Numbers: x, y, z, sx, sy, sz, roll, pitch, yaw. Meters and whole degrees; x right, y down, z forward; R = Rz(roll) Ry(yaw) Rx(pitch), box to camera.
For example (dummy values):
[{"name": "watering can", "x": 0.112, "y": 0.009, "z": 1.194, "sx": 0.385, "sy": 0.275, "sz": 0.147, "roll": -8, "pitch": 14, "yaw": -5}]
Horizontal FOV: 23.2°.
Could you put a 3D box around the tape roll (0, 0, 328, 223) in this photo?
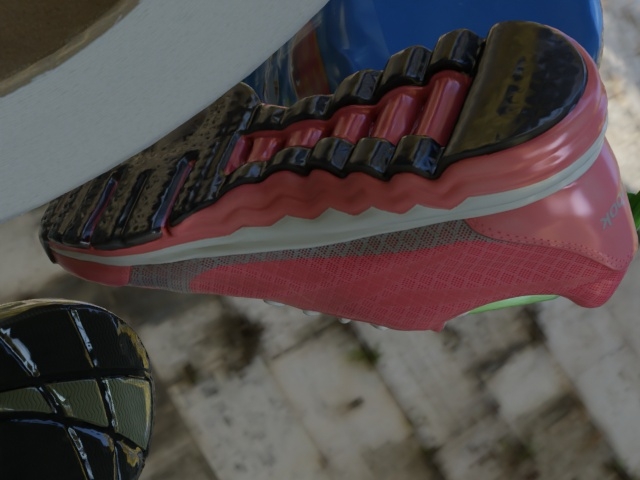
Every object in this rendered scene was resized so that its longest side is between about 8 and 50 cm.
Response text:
[{"name": "tape roll", "x": -0.130, "y": -0.112, "z": 0.450, "sx": 0.072, "sy": 0.392, "sz": 0.392, "roll": 60, "pitch": -40, "yaw": 20}]

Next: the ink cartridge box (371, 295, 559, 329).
[{"name": "ink cartridge box", "x": 0.117, "y": -0.114, "z": 1.410, "sx": 0.119, "sy": 0.207, "sz": 0.353, "roll": 36, "pitch": -51, "yaw": 56}]

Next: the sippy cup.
[{"name": "sippy cup", "x": 0.071, "y": -0.114, "z": 0.993, "sx": 0.224, "sy": 0.306, "sz": 0.240, "roll": 139, "pitch": -50, "yaw": -78}]

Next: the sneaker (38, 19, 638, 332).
[{"name": "sneaker", "x": 0.000, "y": 0.000, "z": 0.729, "sx": 0.314, "sy": 0.116, "sz": 0.136, "roll": -6, "pitch": -48, "yaw": 35}]

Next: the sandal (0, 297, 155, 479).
[{"name": "sandal", "x": -0.205, "y": 0.087, "z": 0.765, "sx": 0.086, "sy": 0.303, "sz": 0.120, "roll": 11, "pitch": -80, "yaw": 46}]
